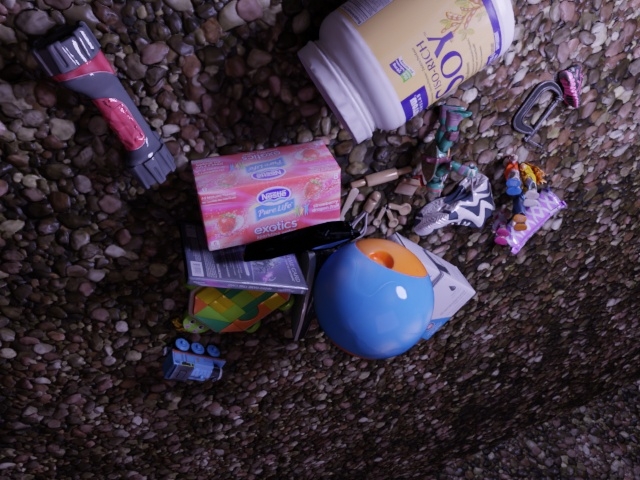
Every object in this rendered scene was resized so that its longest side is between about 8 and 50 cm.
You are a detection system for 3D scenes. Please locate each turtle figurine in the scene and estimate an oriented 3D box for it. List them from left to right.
[{"bbox_3d":[0.297,-0.194,1.133,0.118,0.175,0.234,-5,117,-16],"label":"turtle figurine"}]

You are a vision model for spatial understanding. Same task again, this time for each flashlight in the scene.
[{"bbox_3d":[-0.378,-0.228,0.868,0.103,0.103,0.304,-25,132,-3],"label":"flashlight"}]

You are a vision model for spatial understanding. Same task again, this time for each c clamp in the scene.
[{"bbox_3d":[0.563,-0.326,1.229,0.137,0.022,0.161,12,124,-23],"label":"c clamp"}]

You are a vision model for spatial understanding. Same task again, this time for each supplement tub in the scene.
[{"bbox_3d":[0.148,-0.358,0.883,0.331,0.241,0.241,-35,132,7],"label":"supplement tub"}]

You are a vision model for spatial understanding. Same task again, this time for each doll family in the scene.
[{"bbox_3d":[0.543,-0.116,1.304,0.118,0.163,0.263,7,131,11],"label":"doll family"}]

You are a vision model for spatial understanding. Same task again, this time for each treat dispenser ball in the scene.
[{"bbox_3d":[0.126,0.138,1.148,0.288,0.288,0.288,-11,131,-13],"label":"treat dispenser ball"}]

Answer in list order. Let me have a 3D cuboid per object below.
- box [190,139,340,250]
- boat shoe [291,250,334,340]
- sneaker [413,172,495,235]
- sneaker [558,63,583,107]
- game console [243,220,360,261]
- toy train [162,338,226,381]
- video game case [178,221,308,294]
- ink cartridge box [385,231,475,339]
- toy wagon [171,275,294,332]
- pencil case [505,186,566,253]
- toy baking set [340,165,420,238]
[{"bbox_3d":[-0.116,-0.104,1.048,0.299,0.142,0.154,-11,130,-14],"label":"box"},{"bbox_3d":[-0.020,0.160,1.322,0.091,0.114,0.303,3,127,-17],"label":"boat shoe"},{"bbox_3d":[0.380,-0.060,1.317,0.235,0.094,0.153,-41,123,0],"label":"sneaker"},{"bbox_3d":[0.636,-0.386,1.195,0.057,0.047,0.119,-42,133,-2],"label":"sneaker"},{"bbox_3d":[0.000,0.000,1.102,0.213,0.044,0.361,-15,175,27],"label":"game console"},{"bbox_3d":[-0.353,0.343,1.341,0.184,0.105,0.080,23,116,-34],"label":"toy train"},{"bbox_3d":[-0.178,0.040,1.104,0.274,0.196,0.026,9,124,-28],"label":"video game case"},{"bbox_3d":[0.268,0.143,1.414,0.307,0.129,0.223,26,114,-35],"label":"ink cartridge box"},{"bbox_3d":[-0.238,0.156,1.261,0.344,0.068,0.267,-35,131,7],"label":"toy wagon"},{"bbox_3d":[0.629,-0.059,1.425,0.086,0.088,0.206,23,117,-32],"label":"pencil case"},{"bbox_3d":[0.142,-0.092,1.238,0.256,0.030,0.197,-14,131,-11],"label":"toy baking set"}]
